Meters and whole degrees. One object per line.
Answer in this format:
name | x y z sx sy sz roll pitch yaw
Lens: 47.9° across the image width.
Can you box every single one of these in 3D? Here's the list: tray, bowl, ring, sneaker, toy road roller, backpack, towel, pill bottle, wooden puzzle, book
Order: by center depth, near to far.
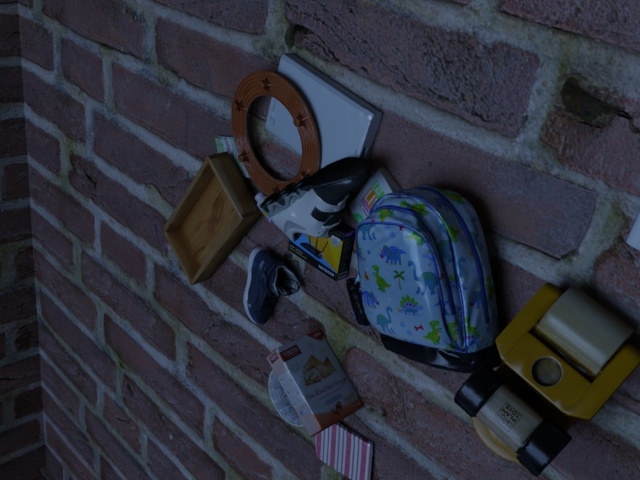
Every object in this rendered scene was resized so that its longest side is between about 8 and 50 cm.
toy road roller | 0.419 0.259 1.335 0.202 0.240 0.329 41 94 25
backpack | 0.209 0.066 1.445 0.290 0.273 0.355 13 102 50
book | 0.127 -0.084 1.620 0.096 0.035 0.144 59 139 20
sneaker | 0.015 -0.084 1.635 0.330 0.122 0.146 -20 110 48
backpack | 0.124 0.135 1.658 0.105 0.084 0.114 -9 92 49
ring | -0.123 -0.247 1.769 0.337 0.032 0.336 29 131 39
pill bottle | -0.137 -0.088 1.891 0.083 0.043 0.043 53 136 20
wooden puzzle | -0.075 0.075 1.911 0.049 0.006 0.083 11 113 45
towel | 0.063 0.556 1.925 0.197 0.029 0.144 21 119 38
sneaker | -0.131 0.148 1.929 0.163 0.086 0.226 28 123 46
bowl | -0.057 0.411 1.959 0.170 0.080 0.170 19 118 43
towel | -0.235 -0.228 1.961 0.152 0.023 0.113 11 111 45
tray | -0.320 -0.054 2.065 0.203 0.076 0.411 60 140 13

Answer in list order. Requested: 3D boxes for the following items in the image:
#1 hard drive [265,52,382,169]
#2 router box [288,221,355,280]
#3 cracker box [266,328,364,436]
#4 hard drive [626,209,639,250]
hard drive | -0.001 -0.277 1.678 0.307 0.040 0.203 40 130 30
router box | 0.000 0.000 1.772 0.179 0.046 0.133 31 125 37
cracker box | -0.014 0.359 1.835 0.232 0.156 0.067 58 137 14
hard drive | 0.628 -0.096 1.058 0.233 0.047 0.353 35 128 35
